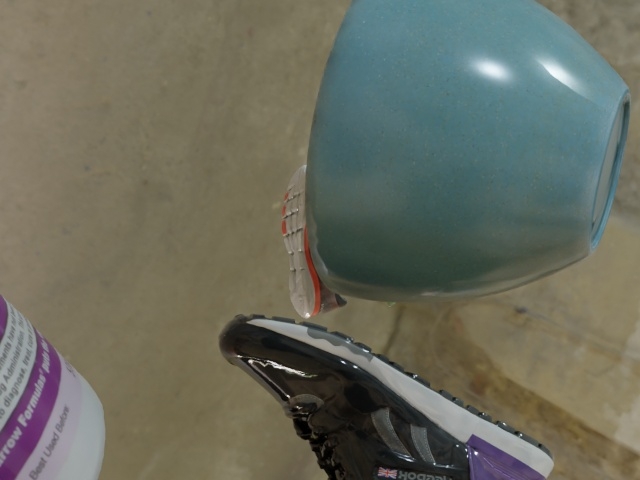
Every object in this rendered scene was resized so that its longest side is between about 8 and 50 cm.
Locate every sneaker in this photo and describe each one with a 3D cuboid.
[{"bbox_3d":[0.000,0.000,0.984,0.065,0.061,0.157,-4,94,-23],"label":"sneaker"},{"bbox_3d":[0.037,0.160,0.719,0.124,0.283,0.107,-63,-175,-16],"label":"sneaker"}]

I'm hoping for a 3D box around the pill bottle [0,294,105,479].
[{"bbox_3d":[-0.237,0.027,0.358,0.169,0.169,0.301,-47,120,-19],"label":"pill bottle"}]

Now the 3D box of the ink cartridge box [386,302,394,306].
[{"bbox_3d":[0.096,-0.031,1.103,0.171,0.235,0.056,-38,111,-1],"label":"ink cartridge box"}]

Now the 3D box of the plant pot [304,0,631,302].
[{"bbox_3d":[0.138,-0.074,0.769,0.290,0.196,0.290,13,90,-68],"label":"plant pot"}]
